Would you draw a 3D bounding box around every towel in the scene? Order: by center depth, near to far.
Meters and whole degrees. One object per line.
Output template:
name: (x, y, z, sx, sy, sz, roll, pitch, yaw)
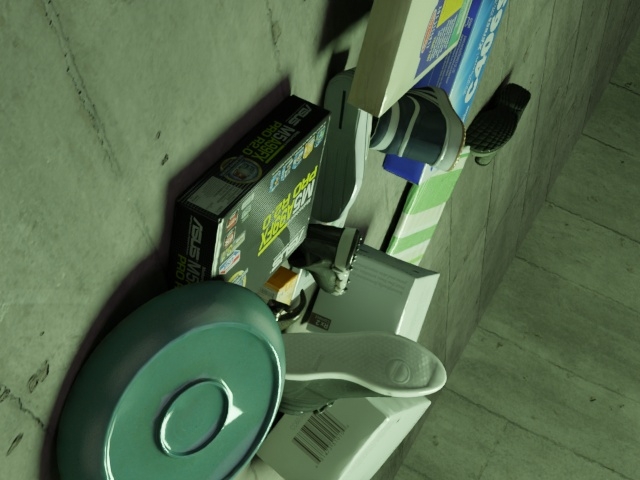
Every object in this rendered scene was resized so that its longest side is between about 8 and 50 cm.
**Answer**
towel: (0.181, -0.035, 2.492, 0.325, 0.038, 0.248, -67, 163, 16)

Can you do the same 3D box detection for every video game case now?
video game case: (0.000, 0.000, 1.977, 0.143, 0.019, 0.157, -37, 148, -60)

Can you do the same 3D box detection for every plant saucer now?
plant saucer: (-0.155, 0.198, 1.491, 0.317, 0.043, 0.318, -24, 128, -34)

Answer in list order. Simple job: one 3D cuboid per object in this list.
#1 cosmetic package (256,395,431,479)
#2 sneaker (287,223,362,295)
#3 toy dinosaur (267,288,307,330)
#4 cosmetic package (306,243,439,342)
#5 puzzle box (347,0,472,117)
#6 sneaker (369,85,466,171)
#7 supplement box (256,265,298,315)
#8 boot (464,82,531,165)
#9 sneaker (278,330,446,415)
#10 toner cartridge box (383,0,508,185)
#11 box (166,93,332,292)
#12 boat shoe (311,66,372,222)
cosmetic package: (0.052, 0.339, 2.367, 0.217, 0.156, 0.385, -53, 165, 9)
sneaker: (-0.001, 0.020, 1.866, 0.234, 0.106, 0.078, 98, 8, -76)
toy dinosaur: (-0.125, 0.149, 1.679, 0.160, 0.121, 0.313, -47, -170, 43)
cosmetic package: (0.091, 0.102, 2.175, 0.183, 0.151, 0.151, -4, 114, -73)
puzzle box: (0.156, -0.380, 1.624, 0.272, 0.052, 0.409, -46, 158, -50)
sneaker: (0.113, -0.189, 1.944, 0.282, 0.153, 0.099, -112, -141, -69)
supplement box: (-0.071, 0.092, 1.857, 0.062, 0.036, 0.098, -38, 151, -57)
boot: (0.364, -0.211, 2.737, 0.246, 0.083, 0.161, -49, 164, -41)
sneaker: (0.044, 0.218, 2.060, 0.147, 0.295, 0.104, 112, -19, -57)
toner cartridge box: (0.212, -0.276, 2.133, 0.165, 0.075, 0.348, -38, 150, -56)
box: (-0.088, -0.024, 1.574, 0.270, 0.060, 0.216, -48, 157, -46)
boat shoe: (0.038, -0.131, 1.772, 0.076, 0.083, 0.226, -41, 151, -53)
